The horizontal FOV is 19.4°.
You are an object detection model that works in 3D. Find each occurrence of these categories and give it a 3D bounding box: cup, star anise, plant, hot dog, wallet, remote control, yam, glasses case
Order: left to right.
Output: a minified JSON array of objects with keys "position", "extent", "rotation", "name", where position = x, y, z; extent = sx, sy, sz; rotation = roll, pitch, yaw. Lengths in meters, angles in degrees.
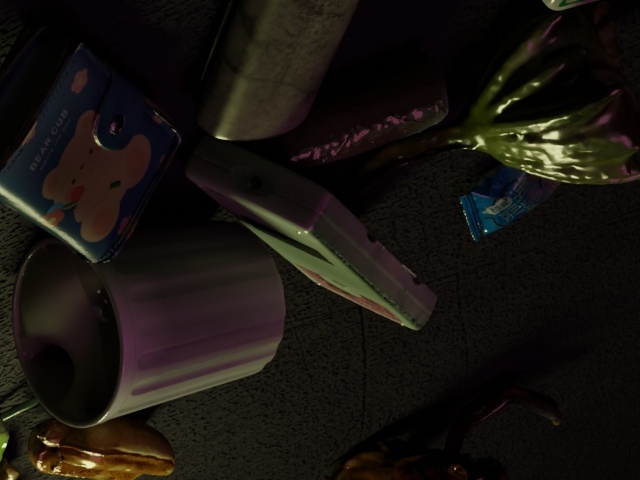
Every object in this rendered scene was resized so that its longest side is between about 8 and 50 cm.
[{"position":[-0.192,-0.074,1.453],"extent":[0.141,0.059,0.202],"rotation":[-60,153,-6],"name":"wallet"},{"position":[-0.224,0.207,1.938],"extent":[0.102,0.076,0.249],"rotation":[-8,167,18],"name":"hot dog"},{"position":[-0.167,0.059,1.698],"extent":[0.202,0.221,0.167],"rotation":[-10,114,-41],"name":"cup"},{"position":[-0.012,-0.196,1.472],"extent":[0.114,0.060,0.299],"rotation":[-11,148,-30],"name":"glasses case"},{"position":[0.000,-0.001,1.746],"extent":[0.050,0.145,0.344],"rotation":[-62,155,-6],"name":"remote control"},{"position":[0.031,-0.109,1.665],"extent":[0.169,0.068,0.068],"rotation":[-23,153,-16],"name":"yam"},{"position":[0.177,0.294,2.467],"extent":[0.346,0.148,0.237],"rotation":[-24,175,-19],"name":"star anise"},{"position":[0.161,-0.083,1.751],"extent":[0.333,0.180,0.251],"rotation":[-28,144,2],"name":"plant"}]

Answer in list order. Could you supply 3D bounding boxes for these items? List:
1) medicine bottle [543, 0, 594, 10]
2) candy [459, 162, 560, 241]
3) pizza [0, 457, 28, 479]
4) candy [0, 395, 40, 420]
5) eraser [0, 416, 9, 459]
[{"position":[0.269,-0.269,1.637],"extent":[0.183,0.069,0.119],"rotation":[-18,149,-27],"name":"medicine bottle"},{"position":[0.209,-0.061,1.982],"extent":[0.136,0.038,0.088],"rotation":[-35,141,-8],"name":"candy"},{"position":[-0.388,0.325,1.988],"extent":[0.189,0.071,0.297],"rotation":[-5,142,-21],"name":"pizza"},{"position":[-0.270,0.153,1.842],"extent":[0.193,0.062,0.058],"rotation":[-25,153,10],"name":"candy"},{"position":[-0.442,0.232,1.744],"extent":[0.274,0.092,0.210],"rotation":[-16,151,-30],"name":"eraser"}]
